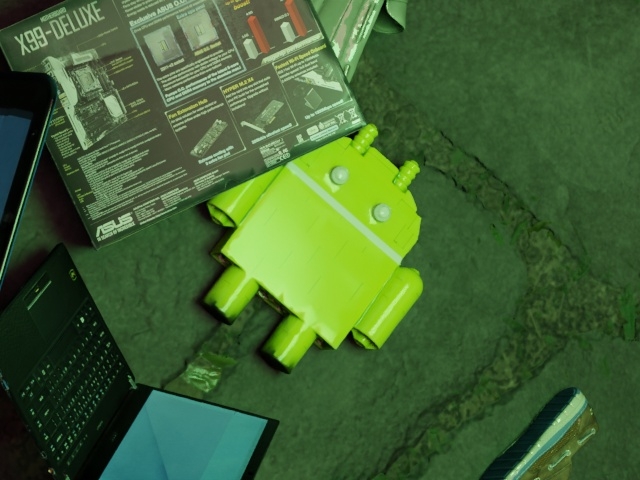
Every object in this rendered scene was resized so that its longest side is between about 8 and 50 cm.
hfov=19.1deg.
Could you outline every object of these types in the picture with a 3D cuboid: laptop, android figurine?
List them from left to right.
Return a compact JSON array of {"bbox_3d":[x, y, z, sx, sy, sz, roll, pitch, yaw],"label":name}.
[{"bbox_3d":[-0.177,0.138,1.834,0.137,0.234,0.264,-21,106,18],"label":"laptop"},{"bbox_3d":[0.000,0.000,2.027,0.248,0.056,0.273,43,74,-13],"label":"android figurine"}]

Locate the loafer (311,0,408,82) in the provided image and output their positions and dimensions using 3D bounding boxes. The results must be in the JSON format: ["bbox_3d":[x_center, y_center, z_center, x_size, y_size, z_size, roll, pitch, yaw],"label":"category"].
[{"bbox_3d":[0.048,-0.263,2.038,0.111,0.112,0.319,34,84,-9],"label":"loafer"}]

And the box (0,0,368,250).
[{"bbox_3d":[-0.141,-0.161,1.926,0.307,0.076,0.242,-26,94,-3],"label":"box"}]

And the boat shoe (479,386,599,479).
[{"bbox_3d":[0.244,0.245,2.093,0.183,0.066,0.066,-44,103,-18],"label":"boat shoe"}]

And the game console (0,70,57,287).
[{"bbox_3d":[-0.420,-0.050,1.806,0.250,0.173,0.293,19,79,-19],"label":"game console"}]
